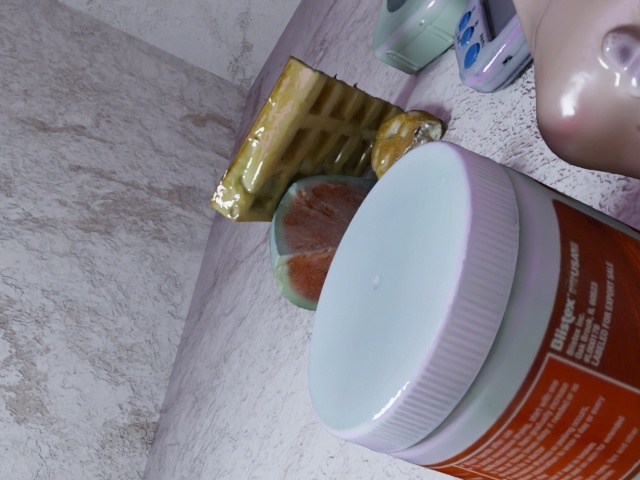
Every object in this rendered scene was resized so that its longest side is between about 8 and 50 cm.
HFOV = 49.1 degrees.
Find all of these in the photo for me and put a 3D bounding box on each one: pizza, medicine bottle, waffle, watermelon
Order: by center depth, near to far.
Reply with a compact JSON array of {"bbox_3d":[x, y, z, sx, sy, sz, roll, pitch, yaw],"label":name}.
[{"bbox_3d":[0.148,0.075,0.589,0.253,0.240,0.253,-54,23,36],"label":"medicine bottle"},{"bbox_3d":[0.142,-0.153,1.198,0.182,0.062,0.161,-7,55,65],"label":"pizza"},{"bbox_3d":[0.000,0.000,1.234,0.176,0.260,0.256,0,85,58],"label":"watermelon"},{"bbox_3d":[-0.015,-0.157,1.280,0.077,0.348,0.304,41,111,27],"label":"waffle"}]

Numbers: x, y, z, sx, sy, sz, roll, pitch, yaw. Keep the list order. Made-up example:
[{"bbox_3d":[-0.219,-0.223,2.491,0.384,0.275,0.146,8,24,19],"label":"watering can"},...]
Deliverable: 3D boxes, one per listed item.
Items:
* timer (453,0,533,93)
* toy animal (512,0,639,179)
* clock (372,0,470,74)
[{"bbox_3d":[0.268,-0.318,0.999,0.191,0.069,0.209,-52,22,40],"label":"timer"},{"bbox_3d":[0.272,-0.166,0.583,0.237,0.269,0.326,-56,-11,30],"label":"toy animal"},{"bbox_3d":[0.219,-0.490,1.287,0.265,0.108,0.324,-25,45,67],"label":"clock"}]
